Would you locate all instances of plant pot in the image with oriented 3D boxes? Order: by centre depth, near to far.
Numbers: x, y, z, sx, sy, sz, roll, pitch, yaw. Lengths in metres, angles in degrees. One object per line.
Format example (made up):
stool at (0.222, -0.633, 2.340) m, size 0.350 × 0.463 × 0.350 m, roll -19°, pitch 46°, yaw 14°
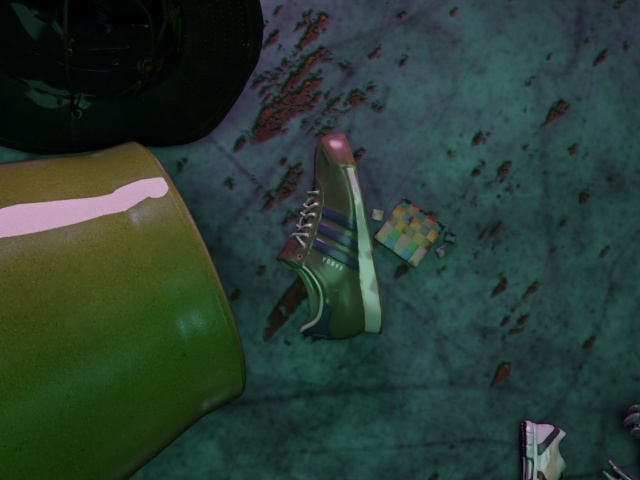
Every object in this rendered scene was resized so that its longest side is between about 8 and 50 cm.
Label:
plant pot at (-0.262, 0.090, 0.955) m, size 0.353 × 0.366 × 0.366 m, roll -23°, pitch 87°, yaw -16°

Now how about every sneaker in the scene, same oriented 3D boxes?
sneaker at (0.000, 0.000, 1.089) m, size 0.086 × 0.064 × 0.192 m, roll -11°, pitch 89°, yaw -8°
sneaker at (0.209, 0.224, 1.094) m, size 0.043 × 0.040 × 0.109 m, roll 3°, pitch 86°, yaw -4°

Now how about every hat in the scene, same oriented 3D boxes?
hat at (-0.214, -0.224, 1.043) m, size 0.331 × 0.331 × 0.134 m, roll 2°, pitch 49°, yaw -2°

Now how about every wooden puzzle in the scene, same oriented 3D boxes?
wooden puzzle at (0.086, -0.007, 1.123) m, size 0.083 × 0.006 × 0.049 m, roll 36°, pitch 85°, yaw 1°

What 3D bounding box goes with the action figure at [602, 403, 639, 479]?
action figure at (0.379, 0.171, 1.079) m, size 0.185 × 0.099 × 0.285 m, roll 29°, pitch 88°, yaw -5°
